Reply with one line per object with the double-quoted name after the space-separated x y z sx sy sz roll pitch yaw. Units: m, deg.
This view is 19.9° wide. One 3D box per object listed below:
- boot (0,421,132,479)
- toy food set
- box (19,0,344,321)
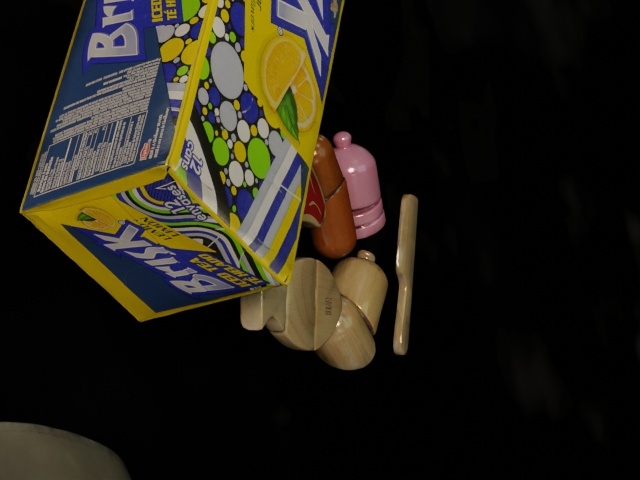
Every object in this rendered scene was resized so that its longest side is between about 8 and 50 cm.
-0.031 0.127 0.452 0.198 0.077 0.137 50 25 -52 "boot"
0.000 0.000 0.579 0.122 0.019 0.078 28 65 -64 "toy food set"
-0.032 -0.064 0.535 0.059 0.054 0.169 47 42 -40 "box"
